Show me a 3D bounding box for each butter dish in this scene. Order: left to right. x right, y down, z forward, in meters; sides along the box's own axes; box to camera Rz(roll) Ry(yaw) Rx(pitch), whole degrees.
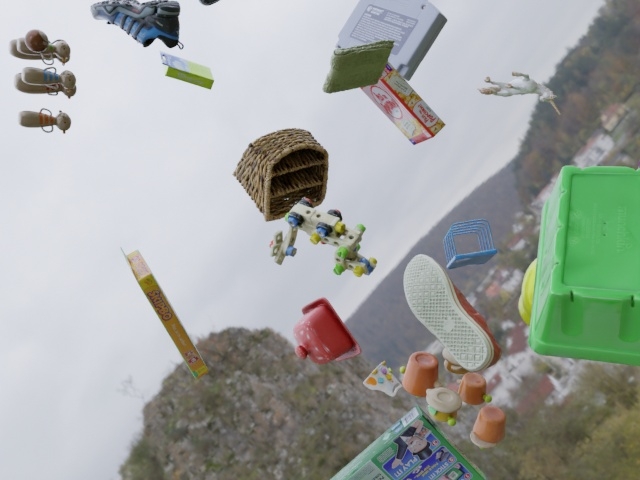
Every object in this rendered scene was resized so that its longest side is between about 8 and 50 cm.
[{"bbox_3d":[-0.008,0.231,1.547,0.118,0.160,0.160,-33,-1,-28],"label":"butter dish"}]

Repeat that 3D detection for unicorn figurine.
[{"bbox_3d":[0.426,-0.325,1.427,0.111,0.162,0.060,7,-74,-37],"label":"unicorn figurine"}]

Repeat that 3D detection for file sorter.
[{"bbox_3d":[0.426,0.012,1.927,0.118,0.105,0.170,-9,-13,1],"label":"file sorter"}]

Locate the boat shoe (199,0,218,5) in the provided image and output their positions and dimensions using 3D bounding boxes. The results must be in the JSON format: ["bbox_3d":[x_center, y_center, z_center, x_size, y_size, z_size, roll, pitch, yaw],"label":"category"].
[{"bbox_3d":[-0.200,-0.571,1.470,0.183,0.083,0.065,-36,-36,24],"label":"boat shoe"}]

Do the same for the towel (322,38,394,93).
[{"bbox_3d":[0.074,-0.343,1.316,0.148,0.027,0.110,-21,-28,-28],"label":"towel"}]

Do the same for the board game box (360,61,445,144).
[{"bbox_3d":[0.183,-0.308,1.513,0.045,0.193,0.147,-45,7,-6],"label":"board game box"}]

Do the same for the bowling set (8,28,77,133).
[{"bbox_3d":[-0.669,-0.427,1.665,0.154,0.287,0.200,-2,-21,-36],"label":"bowling set"}]

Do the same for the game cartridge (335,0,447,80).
[{"bbox_3d":[0.173,-0.521,1.647,0.060,0.294,0.196,21,-76,-43],"label":"game cartridge"}]

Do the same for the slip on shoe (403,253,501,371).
[{"bbox_3d":[0.299,0.166,1.544,0.101,0.331,0.123,17,-60,-46],"label":"slip on shoe"}]

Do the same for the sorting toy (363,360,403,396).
[{"bbox_3d":[0.157,0.332,1.578,0.083,0.075,0.045,-31,-22,-51],"label":"sorting toy"}]

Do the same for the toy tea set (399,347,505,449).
[{"bbox_3d":[0.330,0.401,1.670,0.336,0.200,0.124,-110,22,-61],"label":"toy tea set"}]

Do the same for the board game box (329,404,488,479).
[{"bbox_3d":[0.139,0.495,1.278,0.317,0.213,0.046,-42,14,5],"label":"board game box"}]

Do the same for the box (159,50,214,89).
[{"bbox_3d":[-0.445,-0.559,2.193,0.178,0.109,0.042,13,-57,-28],"label":"box"}]

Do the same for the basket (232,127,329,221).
[{"bbox_3d":[-0.098,-0.231,2.232,0.299,0.223,0.213,-19,-25,-45],"label":"basket"}]

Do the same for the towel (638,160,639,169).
[{"bbox_3d":[0.810,-0.187,1.628,0.009,0.060,0.083,-50,-30,-19],"label":"towel"}]

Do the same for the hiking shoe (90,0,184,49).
[{"bbox_3d":[-0.534,-0.619,1.908,0.113,0.304,0.132,-40,-44,-53],"label":"hiking shoe"}]

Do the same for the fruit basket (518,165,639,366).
[{"bbox_3d":[0.529,0.078,1.307,0.392,0.282,0.392,4,-90,-68],"label":"fruit basket"}]

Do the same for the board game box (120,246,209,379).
[{"bbox_3d":[-0.288,0.128,1.227,0.039,0.124,0.259,-33,-60,-12],"label":"board game box"}]

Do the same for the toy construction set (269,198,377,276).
[{"bbox_3d":[0.000,0.000,1.958,0.215,0.327,0.151,74,-150,-48],"label":"toy construction set"}]
